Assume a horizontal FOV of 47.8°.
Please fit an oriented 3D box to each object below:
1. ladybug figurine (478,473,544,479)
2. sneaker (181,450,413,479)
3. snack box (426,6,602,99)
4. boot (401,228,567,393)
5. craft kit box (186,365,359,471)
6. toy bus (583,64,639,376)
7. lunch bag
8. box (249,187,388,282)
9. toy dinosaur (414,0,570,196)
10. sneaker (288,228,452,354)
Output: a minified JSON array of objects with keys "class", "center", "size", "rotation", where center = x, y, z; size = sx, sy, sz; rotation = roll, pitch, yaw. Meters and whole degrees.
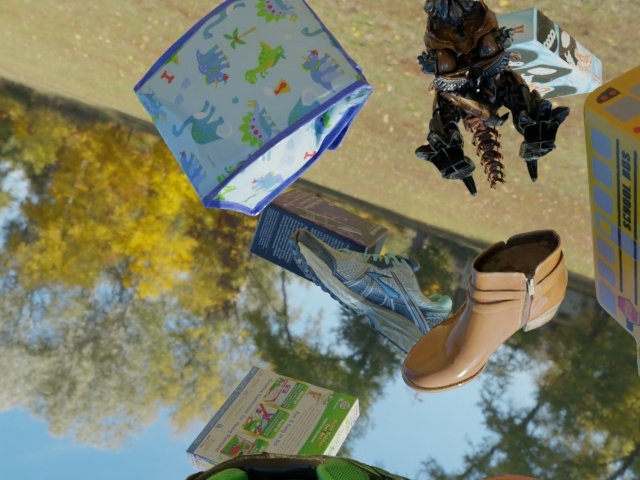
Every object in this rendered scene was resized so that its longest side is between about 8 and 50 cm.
[{"class":"ladybug figurine","center":[0.311,0.520,1.193],"size":[0.162,0.305,0.449],"rotation":[44,166,44]},{"class":"sneaker","center":[-0.084,0.216,0.545],"size":[0.344,0.134,0.146],"rotation":[-20,136,22]},{"class":"snack box","center":[0.342,-0.307,1.249],"size":[0.187,0.060,0.322],"rotation":[-2,175,39]},{"class":"boot","center":[0.159,0.069,0.728],"size":[0.073,0.197,0.152],"rotation":[54,173,32]},{"class":"craft kit box","center":[-0.087,0.371,1.401],"size":[0.247,0.060,0.250],"rotation":[10,-143,27]},{"class":"toy bus","center":[0.330,0.006,0.675],"size":[0.130,0.108,0.332],"rotation":[54,171,47]},{"class":"lunch bag","center":[-0.049,-0.115,0.570],"size":[0.128,0.151,0.096],"rotation":[55,-160,17]},{"class":"box","center":[0.000,0.000,1.330],"size":[0.207,0.108,0.153],"rotation":[24,-160,11]},{"class":"toy dinosaur","center":[0.202,-0.183,0.891],"size":[0.322,0.164,0.218],"rotation":[36,-146,-37]},{"class":"sneaker","center":[0.078,0.057,1.093],"size":[0.283,0.122,0.110],"rotation":[38,176,-16]}]
